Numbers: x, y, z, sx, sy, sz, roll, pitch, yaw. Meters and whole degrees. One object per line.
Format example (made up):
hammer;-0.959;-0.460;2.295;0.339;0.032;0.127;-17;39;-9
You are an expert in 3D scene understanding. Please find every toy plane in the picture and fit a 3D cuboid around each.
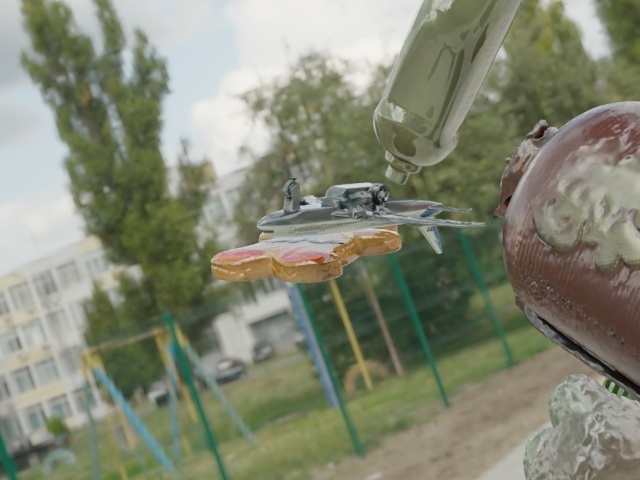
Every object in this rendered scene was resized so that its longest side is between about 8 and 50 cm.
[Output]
toy plane;0.034;-0.024;1.195;0.226;0.058;0.226;6;3;-42

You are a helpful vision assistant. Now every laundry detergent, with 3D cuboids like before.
laundry detergent;0.131;-0.177;1.457;0.253;0.091;0.181;-67;-12;22

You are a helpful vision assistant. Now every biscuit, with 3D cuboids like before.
biscuit;0.000;-0.001;1.404;0.165;0.036;0.250;1;12;31

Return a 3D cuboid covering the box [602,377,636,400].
box;0.436;0.245;1.549;0.178;0.253;0.328;102;-166;-60

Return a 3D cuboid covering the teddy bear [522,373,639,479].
teddy bear;0.313;0.211;1.182;0.267;0.151;0.236;1;-39;-10

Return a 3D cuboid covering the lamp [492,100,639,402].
lamp;0.228;0.016;0.897;0.180;0.258;0.180;-28;-41;-28
